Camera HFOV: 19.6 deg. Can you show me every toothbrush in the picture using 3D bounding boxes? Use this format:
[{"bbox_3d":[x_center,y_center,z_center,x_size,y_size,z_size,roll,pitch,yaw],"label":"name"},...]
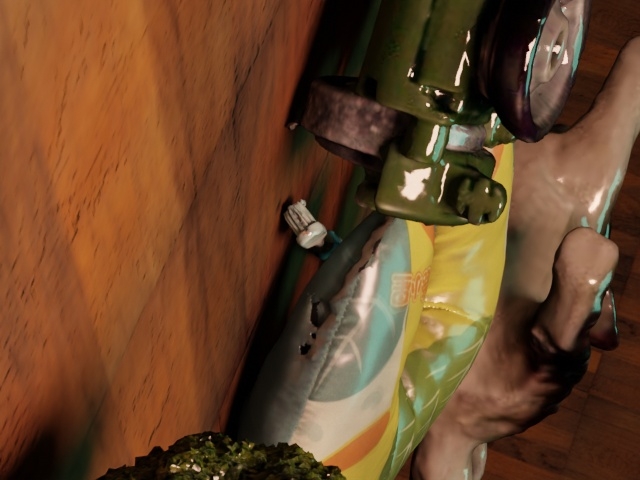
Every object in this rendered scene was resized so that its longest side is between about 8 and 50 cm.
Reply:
[{"bbox_3d":[0.000,0.000,0.916,0.016,0.019,0.219,-35,173,2],"label":"toothbrush"}]

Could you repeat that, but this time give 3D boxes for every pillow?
[{"bbox_3d":[0.030,0.042,0.936,0.233,0.086,0.214,-44,156,-52],"label":"pillow"}]

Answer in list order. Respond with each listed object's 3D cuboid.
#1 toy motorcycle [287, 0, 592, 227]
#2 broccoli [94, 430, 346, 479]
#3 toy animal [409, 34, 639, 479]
[{"bbox_3d":[0.081,-0.112,0.792,0.275,0.127,0.205,-27,134,-75],"label":"toy motorcycle"},{"bbox_3d":[-0.038,0.117,0.496,0.146,0.138,0.162,-39,-160,21],"label":"broccoli"},{"bbox_3d":[0.142,0.024,1.431,0.344,0.194,0.303,-57,160,-50],"label":"toy animal"}]
